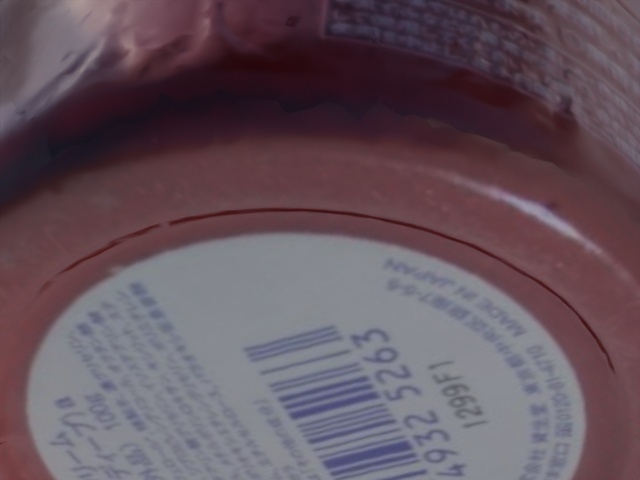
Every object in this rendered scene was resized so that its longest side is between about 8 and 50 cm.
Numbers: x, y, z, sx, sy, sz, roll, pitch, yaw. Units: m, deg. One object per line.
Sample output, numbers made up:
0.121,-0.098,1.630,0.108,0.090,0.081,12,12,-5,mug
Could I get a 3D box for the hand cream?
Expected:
0.000,0.000,0.514,0.230,0.230,0.149,-21,38,20,hand cream
